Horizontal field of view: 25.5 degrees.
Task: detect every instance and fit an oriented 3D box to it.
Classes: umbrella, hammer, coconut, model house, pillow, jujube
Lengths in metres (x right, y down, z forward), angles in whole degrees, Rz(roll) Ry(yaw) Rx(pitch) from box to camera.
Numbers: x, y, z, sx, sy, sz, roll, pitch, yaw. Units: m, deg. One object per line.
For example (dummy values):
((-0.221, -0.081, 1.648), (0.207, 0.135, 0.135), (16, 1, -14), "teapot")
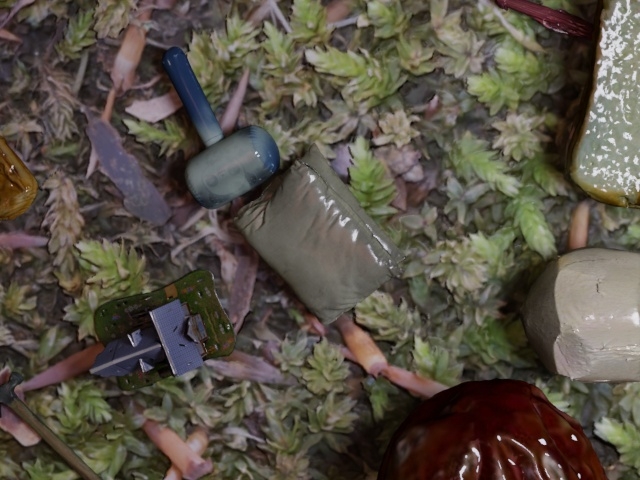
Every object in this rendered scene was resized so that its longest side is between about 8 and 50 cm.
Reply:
((0.269, -0.246, 1.586), (0.165, 0.025, 0.027), (22, 78, 4), "umbrella")
((-0.338, 0.248, 1.763), (0.182, 0.017, 0.062), (45, 102, 3), "hammer")
((0.301, 0.082, 1.548), (0.162, 0.161, 0.161), (-4, 95, 5), "coconut")
((-0.132, -0.141, 1.660), (0.116, 0.069, 0.194), (-29, 85, 14), "hammer")
((-0.198, 0.115, 1.684), (0.167, 0.088, 0.117), (-19, 93, 13), "model house")
((0.000, 0.000, 1.641), (0.134, 0.078, 0.181), (-41, 90, 15), "pillow")
((0.210, 0.339, 1.543), (0.276, 0.276, 0.377), (-29, 93, 13), "jujube")

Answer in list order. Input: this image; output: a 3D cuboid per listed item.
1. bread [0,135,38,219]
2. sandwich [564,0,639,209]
((-0.396, -0.076, 1.728), (0.083, 0.044, 0.111), (-38, 86, 16), "bread")
((0.412, -0.140, 1.526), (0.273, 0.095, 0.249), (13, 100, 5), "sandwich")
